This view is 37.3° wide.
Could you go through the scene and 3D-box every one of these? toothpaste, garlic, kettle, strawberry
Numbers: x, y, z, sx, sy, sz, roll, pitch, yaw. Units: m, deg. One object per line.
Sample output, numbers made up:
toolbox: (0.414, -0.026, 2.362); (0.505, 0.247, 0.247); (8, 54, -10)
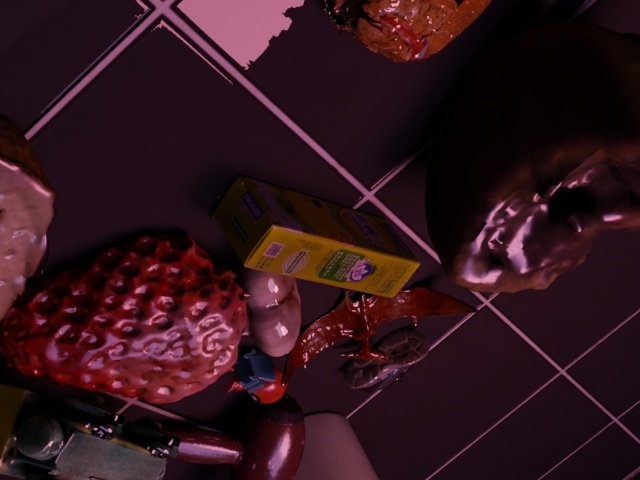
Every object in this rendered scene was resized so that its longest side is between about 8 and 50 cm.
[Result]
toothpaste: (0.000, 0.000, 1.359); (0.327, 0.110, 0.077); (14, 120, -45)
garlic: (-0.078, 0.081, 1.387); (0.099, 0.124, 0.174); (-15, 120, -6)
kettle: (0.064, 0.554, 1.798); (0.361, 0.376, 0.250); (20, 118, -46)
strawberry: (-0.256, 0.134, 1.285); (0.336, 0.149, 0.265); (-6, 137, -30)

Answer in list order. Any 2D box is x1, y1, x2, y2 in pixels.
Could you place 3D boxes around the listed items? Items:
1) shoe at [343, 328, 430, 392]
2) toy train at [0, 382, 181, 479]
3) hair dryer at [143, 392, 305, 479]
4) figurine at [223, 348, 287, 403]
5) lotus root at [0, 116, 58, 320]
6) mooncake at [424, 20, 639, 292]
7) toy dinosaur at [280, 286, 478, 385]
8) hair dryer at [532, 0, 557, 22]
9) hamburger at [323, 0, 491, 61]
shoe: (0.129, 0.233, 1.753); (0.169, 0.071, 0.099); (-28, 146, -1)
toy train: (-0.359, 0.296, 1.349); (0.369, 0.237, 0.150); (55, 49, -64)
hair dryer: (-0.206, 0.392, 1.617); (0.341, 0.123, 0.312); (14, 104, -26)
figurine: (-0.102, 0.229, 1.576); (0.075, 0.068, 0.140); (-29, 151, 17)
lotus root: (-0.474, 0.012, 1.026); (0.390, 0.111, 0.375); (-33, 145, -6)
mooncake: (0.357, -0.092, 1.289); (0.246, 0.394, 0.393); (1, 106, -42)
toy dinosaur: (0.078, 0.161, 1.596); (0.327, 0.113, 0.206); (2, 125, -33)
hair dryer: (0.289, -0.362, 1.183); (0.219, 0.088, 0.225); (-20, 150, -48)
hamburger: (0.113, -0.309, 1.112); (0.231, 0.107, 0.231); (-27, 146, -21)
